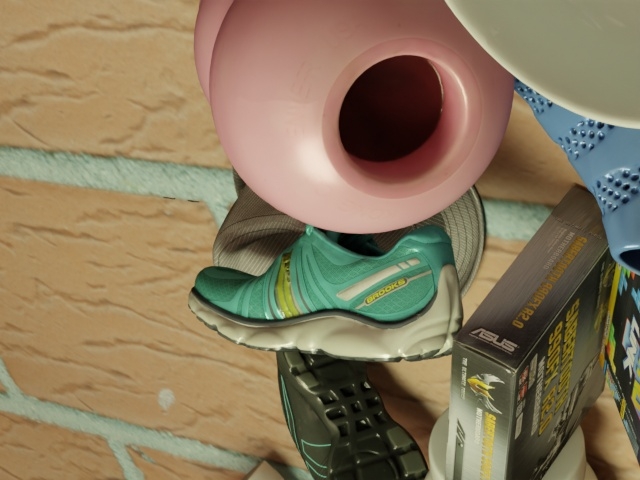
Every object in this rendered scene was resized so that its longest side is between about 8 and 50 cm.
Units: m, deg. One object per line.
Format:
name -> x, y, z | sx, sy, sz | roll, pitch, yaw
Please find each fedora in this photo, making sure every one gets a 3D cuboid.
fedora -> 0.000, 0.000, 1.670 | 0.244, 0.124, 0.275 | 45, 148, -3

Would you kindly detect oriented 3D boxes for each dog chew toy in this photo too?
dog chew toy -> 0.004, -0.136, 1.408 | 0.206, 0.207, 0.332 | 62, 175, -27

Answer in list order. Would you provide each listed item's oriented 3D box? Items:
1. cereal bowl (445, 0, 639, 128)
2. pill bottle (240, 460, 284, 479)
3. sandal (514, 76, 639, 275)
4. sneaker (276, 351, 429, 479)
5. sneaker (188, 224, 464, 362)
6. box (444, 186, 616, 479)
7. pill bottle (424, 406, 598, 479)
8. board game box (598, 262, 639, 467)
cereal bowl -> 0.198, -0.241, 1.114 | 0.339, 0.141, 0.339 | 29, 131, 38
pill bottle -> -0.009, 0.366, 2.079 | 0.265, 0.153, 0.153 | 45, 148, -1
sandal -> 0.239, -0.034, 1.352 | 0.317, 0.138, 0.126 | 44, 150, 4
sneaker -> 0.028, 0.185, 1.844 | 0.106, 0.101, 0.267 | 126, 127, -70
sneaker -> 0.007, 0.033, 1.535 | 0.275, 0.107, 0.110 | 1, 91, 45
box -> 0.166, 0.099, 1.542 | 0.056, 0.183, 0.231 | 27, 144, 22
pill bottle -> 0.171, 0.267, 1.755 | 0.162, 0.162, 0.278 | 24, 142, 30
board game box -> 0.257, 0.089, 1.483 | 0.170, 0.048, 0.141 | 90, 169, -49
